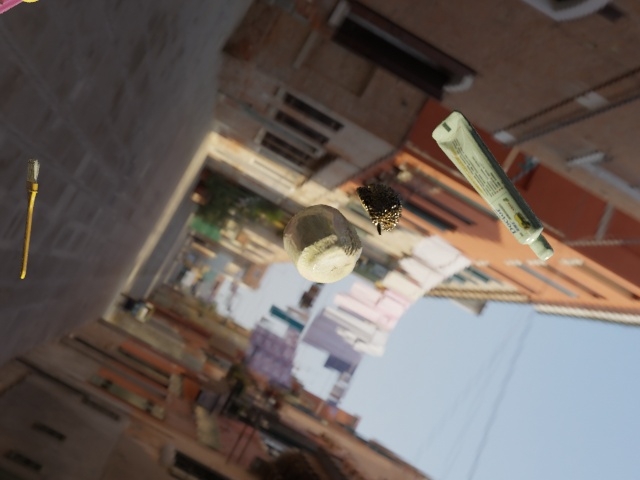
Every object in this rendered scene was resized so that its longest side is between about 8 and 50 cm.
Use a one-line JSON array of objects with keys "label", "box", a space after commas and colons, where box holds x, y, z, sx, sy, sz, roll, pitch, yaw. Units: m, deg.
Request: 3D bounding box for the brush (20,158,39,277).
[{"label": "brush", "box": [-0.660, -0.049, 2.267, 0.103, 0.013, 0.272, -168, -96, -65]}]

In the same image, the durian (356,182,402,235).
[{"label": "durian", "box": [0.130, -0.073, 2.085, 0.071, 0.110, 0.140, -44, -143, 32]}]

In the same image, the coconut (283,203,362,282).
[{"label": "coconut", "box": [0.000, 0.000, 1.495, 0.110, 0.110, 0.124, -57, -139, 32]}]

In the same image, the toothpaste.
[{"label": "toothpaste", "box": [0.257, -0.077, 1.472, 0.037, 0.255, 0.067, -29, 168, -46]}]

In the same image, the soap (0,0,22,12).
[{"label": "soap", "box": [-0.665, -0.588, 2.122, 0.099, 0.162, 0.250, -29, -163, 38]}]
